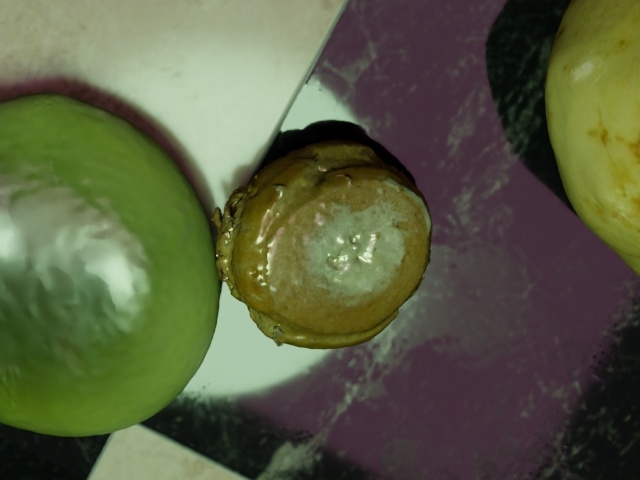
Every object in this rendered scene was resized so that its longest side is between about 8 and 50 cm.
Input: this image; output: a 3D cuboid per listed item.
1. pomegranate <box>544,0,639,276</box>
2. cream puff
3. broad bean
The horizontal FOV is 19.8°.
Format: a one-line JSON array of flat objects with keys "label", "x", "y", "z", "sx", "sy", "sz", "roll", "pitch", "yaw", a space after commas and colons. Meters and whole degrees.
[{"label": "pomegranate", "x": 0.306, "y": -0.105, "z": 1.232, "sx": 0.342, "sy": 0.342, "sz": 0.343, "roll": 0, "pitch": 100, "yaw": -1}, {"label": "cream puff", "x": 0.000, "y": 0.000, "z": 1.320, "sx": 0.165, "sy": 0.115, "sz": 0.150, "roll": 8, "pitch": 96, "yaw": -24}, {"label": "broad bean", "x": -0.204, "y": 0.010, "z": 1.318, "sx": 0.291, "sy": 0.119, "sz": 0.238, "roll": 42, "pitch": 96, "yaw": -8}]
